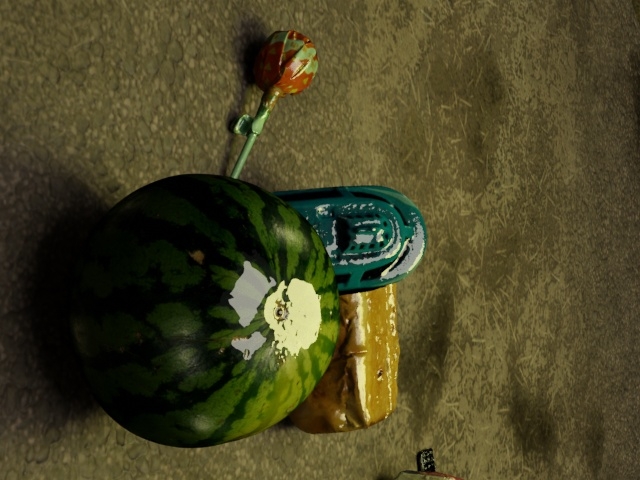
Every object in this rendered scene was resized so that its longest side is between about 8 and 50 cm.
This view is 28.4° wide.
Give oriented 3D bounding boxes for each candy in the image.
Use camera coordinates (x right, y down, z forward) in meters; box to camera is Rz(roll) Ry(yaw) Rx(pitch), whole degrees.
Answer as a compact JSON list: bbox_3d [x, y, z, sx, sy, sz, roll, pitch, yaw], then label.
[{"bbox_3d":[-0.080,-0.140,1.591,0.084,0.078,0.287,66,43,-63],"label":"candy"}]

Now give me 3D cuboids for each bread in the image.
[{"bbox_3d":[0.022,0.103,1.658,0.167,0.132,0.294,-5,90,-58],"label":"bread"}]

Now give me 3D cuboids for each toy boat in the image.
[{"bbox_3d":[0.000,0.000,1.523,0.299,0.092,0.134,-6,85,-20],"label":"toy boat"}]

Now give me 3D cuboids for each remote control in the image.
[{"bbox_3d":[0.168,0.374,1.976,0.039,0.014,0.096,-10,95,-54],"label":"remote control"}]

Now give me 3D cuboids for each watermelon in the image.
[{"bbox_3d":[-0.121,0.074,1.299,0.285,0.285,0.285,7,82,-57],"label":"watermelon"}]

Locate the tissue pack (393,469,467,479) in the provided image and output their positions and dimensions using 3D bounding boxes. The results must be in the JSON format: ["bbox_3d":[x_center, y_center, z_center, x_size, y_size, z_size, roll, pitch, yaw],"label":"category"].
[{"bbox_3d":[0.204,0.463,1.897,0.270,0.137,0.209,26,77,-54],"label":"tissue pack"}]
